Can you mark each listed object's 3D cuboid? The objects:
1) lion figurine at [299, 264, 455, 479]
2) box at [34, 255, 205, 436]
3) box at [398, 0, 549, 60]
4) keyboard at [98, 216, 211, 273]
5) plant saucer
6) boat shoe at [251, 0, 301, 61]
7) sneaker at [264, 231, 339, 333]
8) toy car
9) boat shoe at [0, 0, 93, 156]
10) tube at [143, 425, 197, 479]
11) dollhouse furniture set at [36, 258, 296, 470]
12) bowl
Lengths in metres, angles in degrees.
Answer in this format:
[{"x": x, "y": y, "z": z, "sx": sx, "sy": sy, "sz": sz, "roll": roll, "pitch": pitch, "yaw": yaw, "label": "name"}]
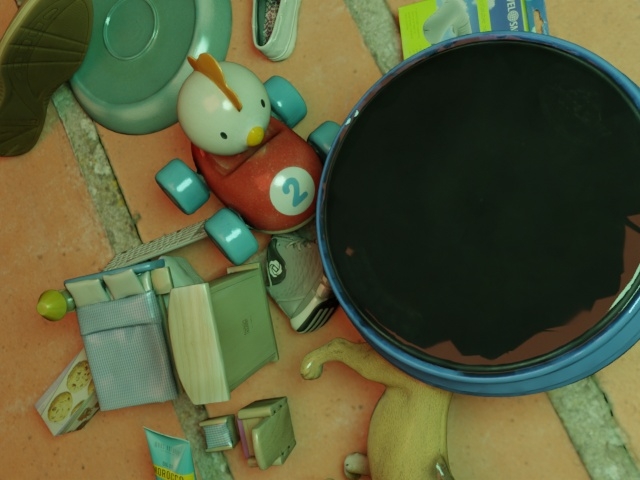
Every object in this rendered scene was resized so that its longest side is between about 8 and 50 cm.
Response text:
[{"x": 0.102, "y": 0.219, "z": 0.936, "sx": 0.240, "sy": 0.142, "sz": 0.392, "roll": 2, "pitch": 104, "yaw": 43, "label": "lion figurine"}, {"x": -0.299, "y": 0.158, "z": 1.198, "sx": 0.324, "sy": 0.063, "sz": 0.067, "roll": -47, "pitch": 71, "yaw": 14, "label": "box"}, {"x": 0.191, "y": -0.258, "z": 1.016, "sx": 0.178, "sy": 0.042, "sz": 0.109, "roll": -9, "pitch": 82, "yaw": 25, "label": "box"}, {"x": -0.211, "y": 0.000, "z": 1.169, "sx": 0.256, "sy": 0.072, "sz": 0.014, "roll": -20, "pitch": 105, "yaw": 23, "label": "keyboard"}, {"x": -0.282, "y": -0.322, "z": 1.242, "sx": 0.317, "sy": 0.043, "sz": 0.318, "roll": -2, "pitch": 84, "yaw": 25, "label": "plant saucer"}, {"x": -0.067, "y": -0.347, "z": 1.130, "sx": 0.066, "sy": 0.063, "sz": 0.184, "roll": 9, "pitch": 90, "yaw": 25, "label": "boat shoe"}, {"x": 0.000, "y": 0.000, "z": 1.062, "sx": 0.132, "sy": 0.086, "sz": 0.229, "roll": 43, "pitch": 105, "yaw": 24, "label": "sneaker"}, {"x": -0.096, "y": -0.131, "z": 0.992, "sx": 0.219, "sy": 0.238, "sz": 0.210, "roll": -41, "pitch": 65, "yaw": -10, "label": "toy car"}, {"x": -0.455, "y": -0.277, "z": 1.241, "sx": 0.341, "sy": 0.121, "sz": 0.110, "roll": -47, "pitch": 57, "yaw": 34, "label": "boat shoe"}, {"x": -0.189, "y": 0.343, "z": 1.089, "sx": 0.080, "sy": 0.052, "sz": 0.207, "roll": 6, "pitch": 116, "yaw": 27, "label": "tube"}, {"x": -0.225, "y": 0.176, "z": 1.039, "sx": 0.303, "sy": 0.198, "sz": 0.286, "roll": -10, "pitch": 93, "yaw": 16, "label": "dollhouse furniture set"}, {"x": 0.174, "y": -0.034, "z": 0.845, "sx": 0.391, "sy": 0.077, "sz": 0.391, "roll": -5, "pitch": 77, "yaw": 22, "label": "bowl"}]
